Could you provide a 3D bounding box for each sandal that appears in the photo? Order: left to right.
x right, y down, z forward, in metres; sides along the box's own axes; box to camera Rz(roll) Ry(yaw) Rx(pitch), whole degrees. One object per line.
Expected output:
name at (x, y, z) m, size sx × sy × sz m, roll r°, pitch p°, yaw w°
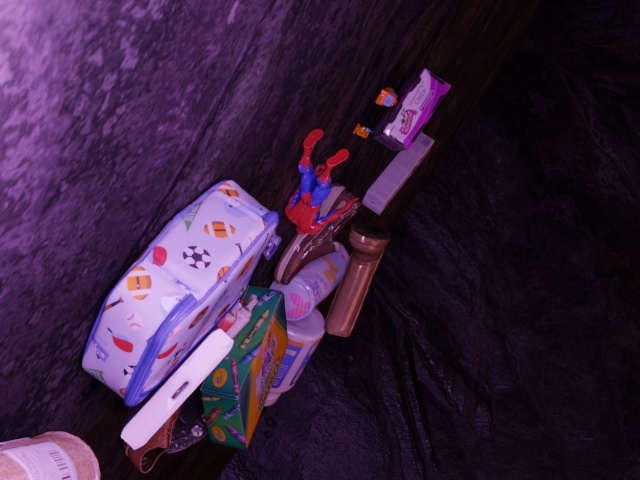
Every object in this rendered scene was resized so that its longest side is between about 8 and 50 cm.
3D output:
sandal at (-0.246, 0.275, 1.843) m, size 0.067 × 0.040 × 0.179 m, roll 60°, pitch 44°, yaw -39°

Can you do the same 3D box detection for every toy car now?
toy car at (0.120, -0.262, 1.952) m, size 0.122 × 0.040 × 0.060 m, roll -58°, pitch 172°, yaw 7°

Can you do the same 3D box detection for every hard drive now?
hard drive at (-0.223, 0.214, 1.464) m, size 0.203 × 0.040 × 0.307 m, roll -47°, pitch -176°, yaw -8°

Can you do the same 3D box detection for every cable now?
cable at (-0.217, 0.211, 1.708) m, size 0.287 × 0.072 × 0.139 m, roll -58°, pitch 169°, yaw 11°

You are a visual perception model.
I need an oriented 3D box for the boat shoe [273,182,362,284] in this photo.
boat shoe at (0.000, -0.001, 2.062) m, size 0.257 × 0.095 × 0.095 m, roll -56°, pitch 172°, yaw -5°

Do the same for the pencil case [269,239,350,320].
pencil case at (-0.024, 0.091, 2.233) m, size 0.124 × 0.114 × 0.273 m, roll -21°, pitch -170°, yaw 27°

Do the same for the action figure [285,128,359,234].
action figure at (0.011, -0.107, 1.725) m, size 0.139 × 0.091 × 0.280 m, roll -41°, pitch 165°, yaw -31°

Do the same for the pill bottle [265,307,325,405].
pill bottle at (-0.107, 0.281, 2.340) m, size 0.272 × 0.152 × 0.152 m, roll -61°, pitch 171°, yaw 32°

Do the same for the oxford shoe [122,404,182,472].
oxford shoe at (-0.282, 0.328, 1.699) m, size 0.076 × 0.076 × 0.212 m, roll 8°, pitch 119°, yaw -42°

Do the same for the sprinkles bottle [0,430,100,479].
sprinkles bottle at (-0.349, 0.281, 1.030) m, size 0.121 × 0.121 × 0.355 m, roll -56°, pitch 172°, yaw -4°

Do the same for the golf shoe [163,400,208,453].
golf shoe at (-0.266, 0.358, 1.901) m, size 0.120 × 0.105 × 0.273 m, roll -54°, pitch 174°, yaw 32°

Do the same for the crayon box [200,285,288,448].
crayon box at (-0.145, 0.246, 1.860) m, size 0.165 × 0.081 × 0.278 m, roll 87°, pitch 18°, yaw -44°

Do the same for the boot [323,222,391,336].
boot at (0.079, 0.099, 2.189) m, size 0.270 × 0.089 × 0.236 m, roll -68°, pitch 165°, yaw 8°

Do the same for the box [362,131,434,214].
box at (0.229, -0.202, 2.739) m, size 0.324 × 0.067 × 0.063 m, roll -51°, pitch 170°, yaw -38°

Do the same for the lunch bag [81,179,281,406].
lunch bag at (-0.179, 0.069, 1.259) m, size 0.303 × 0.115 × 0.243 m, roll -46°, pitch 169°, yaw -47°

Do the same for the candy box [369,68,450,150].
candy box at (0.187, -0.275, 2.022) m, size 0.159 × 0.071 × 0.233 m, roll -57°, pitch -175°, yaw 1°
